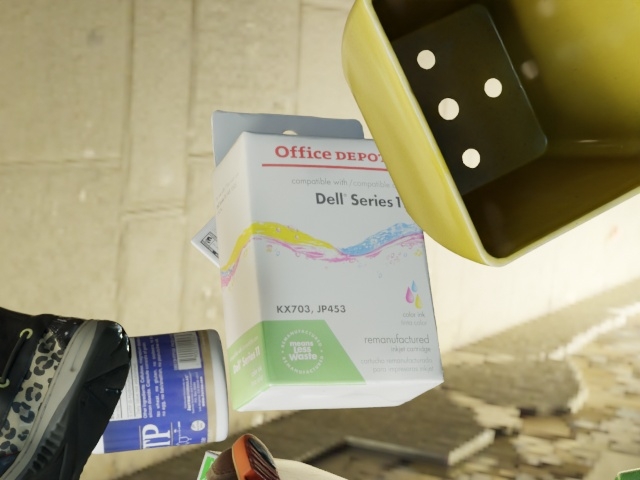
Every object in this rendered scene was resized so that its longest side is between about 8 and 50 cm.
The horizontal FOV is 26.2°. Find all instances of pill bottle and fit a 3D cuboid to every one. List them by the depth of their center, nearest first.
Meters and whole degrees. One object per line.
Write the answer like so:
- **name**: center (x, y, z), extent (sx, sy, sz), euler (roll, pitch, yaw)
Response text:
- **pill bottle**: center (-0.186, 0.147, 1.323), extent (0.112, 0.187, 0.112), euler (175, -90, -82)

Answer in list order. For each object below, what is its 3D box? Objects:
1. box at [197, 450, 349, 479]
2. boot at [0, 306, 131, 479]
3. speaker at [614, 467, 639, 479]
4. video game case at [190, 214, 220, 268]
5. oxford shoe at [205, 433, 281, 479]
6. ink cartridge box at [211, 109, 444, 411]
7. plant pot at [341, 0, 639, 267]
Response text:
- **box**: center (-0.026, 0.408, 2.045), extent (0.262, 0.231, 0.126), euler (21, 85, -57)
- **boot**: center (-0.259, 0.141, 0.973), extent (0.236, 0.179, 0.085), euler (-63, 155, -25)
- **speaker**: center (0.371, 0.238, 1.028), extent (0.131, 0.296, 0.131), euler (3, 90, -84)
- **video game case**: center (-0.053, -0.002, 1.631), extent (0.143, 0.157, 0.019), euler (-46, 156, -7)
- **oxford shoe**: center (-0.099, 0.369, 1.751), extent (0.097, 0.098, 0.271), euler (47, 16, -27)
- **ink cartridge box**: center (0.000, 0.000, 1.505), extent (0.207, 0.119, 0.353), euler (1, 70, -22)
- **plant pot**: center (0.131, -0.112, 1.032), extent (0.212, 0.187, 0.212), euler (-27, 94, -18)
